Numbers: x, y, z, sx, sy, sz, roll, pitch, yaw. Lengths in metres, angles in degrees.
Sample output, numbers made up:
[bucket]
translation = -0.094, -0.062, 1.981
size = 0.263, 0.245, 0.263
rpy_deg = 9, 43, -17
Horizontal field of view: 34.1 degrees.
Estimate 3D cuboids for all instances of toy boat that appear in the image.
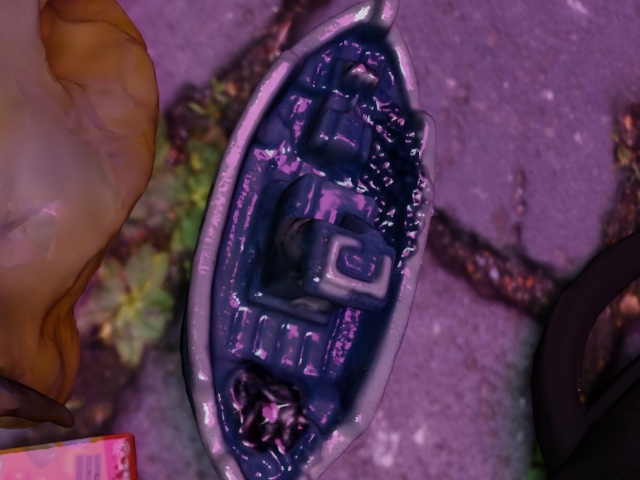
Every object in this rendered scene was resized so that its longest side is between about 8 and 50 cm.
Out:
[toy boat]
translation = 0.000, 0.000, 0.572
size = 0.129, 0.142, 0.309
rpy_deg = 20, 72, -19

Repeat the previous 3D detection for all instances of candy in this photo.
[candy]
translation = -0.153, 0.135, 0.525
size = 0.122, 0.038, 0.062
rpy_deg = -4, 80, -27

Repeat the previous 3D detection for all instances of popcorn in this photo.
[popcorn]
translation = -0.212, -0.073, 0.432
size = 0.297, 0.281, 0.315
rpy_deg = 14, 86, -54

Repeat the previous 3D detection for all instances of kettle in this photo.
[kettle]
translation = 0.281, 0.129, 0.674
size = 0.271, 0.251, 0.207
rpy_deg = -38, 125, -32
